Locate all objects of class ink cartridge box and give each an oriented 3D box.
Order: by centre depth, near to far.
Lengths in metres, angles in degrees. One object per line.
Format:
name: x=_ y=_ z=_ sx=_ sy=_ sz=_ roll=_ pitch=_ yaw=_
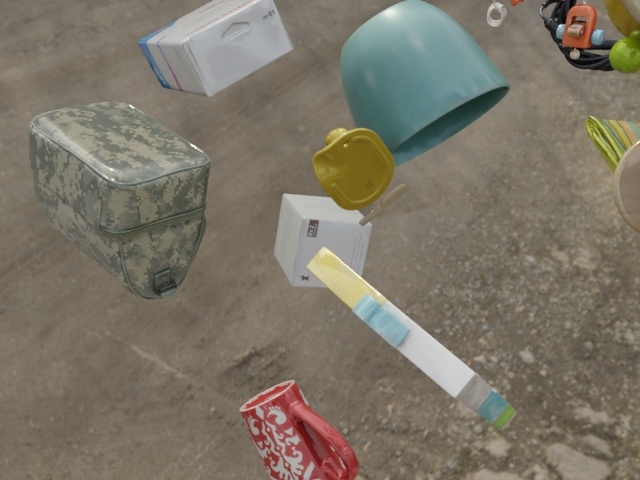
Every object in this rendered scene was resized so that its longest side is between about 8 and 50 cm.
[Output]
ink cartridge box: x=-0.093 y=-0.170 z=0.621 sx=0.088 sy=0.052 sz=0.122 roll=-35 pitch=27 yaw=-18

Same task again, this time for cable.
cable: x=0.415 y=-0.330 z=1.006 sx=0.151 sy=0.184 sz=0.047 roll=56 pitch=21 yaw=7

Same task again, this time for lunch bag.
lunch bag: x=-0.344 y=-0.066 z=1.215 sx=0.305 sy=0.256 sz=0.212 roll=32 pitch=35 yaw=32

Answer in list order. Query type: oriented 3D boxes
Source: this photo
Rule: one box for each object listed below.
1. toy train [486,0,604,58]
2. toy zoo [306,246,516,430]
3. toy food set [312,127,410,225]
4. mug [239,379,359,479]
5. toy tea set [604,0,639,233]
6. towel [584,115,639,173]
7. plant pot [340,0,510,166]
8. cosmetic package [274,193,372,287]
toy train: x=0.286 y=-0.308 z=0.923 sx=0.166 sy=0.125 sz=0.046 roll=25 pitch=30 yaw=32
toy zoo: x=0.095 y=0.101 z=0.722 sx=0.192 sy=0.293 sz=0.030 roll=40 pitch=89 yaw=31
toy food set: x=0.056 y=-0.124 z=1.240 sx=0.128 sy=0.218 sz=0.071 roll=-43 pitch=50 yaw=1
mug: x=-0.022 y=0.287 z=1.018 sx=0.169 sy=0.150 sz=0.113 roll=63 pitch=16 yaw=0
toy tea set: x=0.265 y=-0.157 z=0.421 sx=0.200 sy=0.124 sz=0.336 roll=38 pitch=91 yaw=-1
towel: x=0.375 y=-0.081 z=0.701 sx=0.237 sy=0.021 sz=0.102 roll=-1 pitch=52 yaw=-22
plant pot: x=0.174 y=-0.309 z=1.367 sx=0.293 sy=0.293 sz=0.235 roll=-26 pitch=84 yaw=-34
cosmetic package: x=0.000 y=0.000 z=1.522 sx=0.151 sy=0.151 sz=0.184 roll=4 pitch=19 yaw=-18
